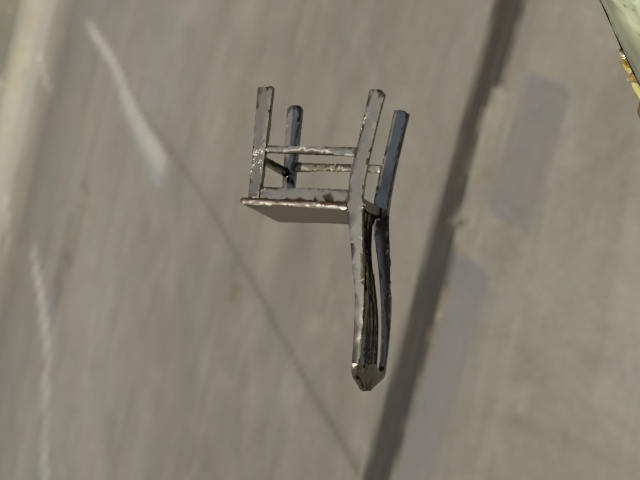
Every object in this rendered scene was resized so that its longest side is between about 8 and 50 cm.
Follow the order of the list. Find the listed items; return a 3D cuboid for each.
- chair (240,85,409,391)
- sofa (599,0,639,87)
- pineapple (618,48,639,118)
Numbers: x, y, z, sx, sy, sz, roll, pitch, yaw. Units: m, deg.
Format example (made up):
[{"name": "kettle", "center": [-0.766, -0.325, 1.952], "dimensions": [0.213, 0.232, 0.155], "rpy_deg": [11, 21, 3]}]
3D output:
[{"name": "chair", "center": [0.000, 0.000, 1.284], "dimensions": [0.084, 0.101, 0.213], "rpy_deg": [25, -110, -69]}, {"name": "sofa", "center": [0.285, -0.190, 1.133], "dimensions": [0.210, 0.225, 0.176], "rpy_deg": [48, -159, -50]}, {"name": "pineapple", "center": [0.323, -0.070, 1.346], "dimensions": [0.236, 0.114, 0.186], "rpy_deg": [56, 170, 33]}]
